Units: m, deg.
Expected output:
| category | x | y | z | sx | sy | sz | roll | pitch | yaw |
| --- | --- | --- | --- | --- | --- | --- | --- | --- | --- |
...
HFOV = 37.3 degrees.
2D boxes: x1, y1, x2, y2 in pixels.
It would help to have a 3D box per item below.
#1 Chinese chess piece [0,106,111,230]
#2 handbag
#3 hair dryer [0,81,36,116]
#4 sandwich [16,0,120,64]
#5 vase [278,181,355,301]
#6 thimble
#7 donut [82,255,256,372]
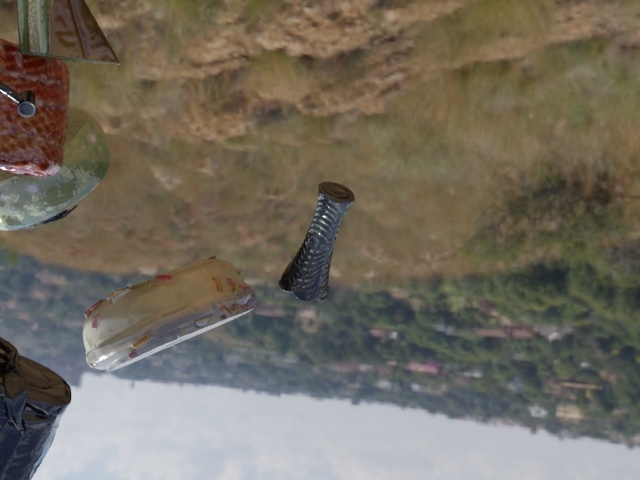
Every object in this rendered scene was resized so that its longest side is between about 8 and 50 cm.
| category | x | y | z | sx | sy | sz | roll | pitch | yaw |
| --- | --- | --- | --- | --- | --- | --- | --- | --- | --- |
| Chinese chess piece | -0.653 | -0.167 | 2.183 | 0.349 | 0.349 | 0.146 | 0 | 129 | 34 |
| handbag | -0.450 | 0.201 | 1.187 | 0.254 | 0.181 | 0.181 | 29 | -179 | -20 |
| hair dryer | -0.457 | -0.217 | 1.392 | 0.083 | 0.026 | 0.047 | 33 | -162 | -31 |
| sandwich | -0.433 | -0.399 | 1.627 | 0.117 | 0.187 | 0.144 | 12 | -165 | 39 |
| vase | 0.000 | 0.000 | 1.928 | 0.115 | 0.237 | 0.115 | 16 | -151 | -9 |
| thimble | -0.631 | -0.253 | 1.757 | 0.350 | 0.230 | 0.350 | 8 | 178 | 0 |
| donut | -0.315 | 0.146 | 1.952 | 0.382 | 0.142 | 0.382 | -23 | 177 | -1 |
